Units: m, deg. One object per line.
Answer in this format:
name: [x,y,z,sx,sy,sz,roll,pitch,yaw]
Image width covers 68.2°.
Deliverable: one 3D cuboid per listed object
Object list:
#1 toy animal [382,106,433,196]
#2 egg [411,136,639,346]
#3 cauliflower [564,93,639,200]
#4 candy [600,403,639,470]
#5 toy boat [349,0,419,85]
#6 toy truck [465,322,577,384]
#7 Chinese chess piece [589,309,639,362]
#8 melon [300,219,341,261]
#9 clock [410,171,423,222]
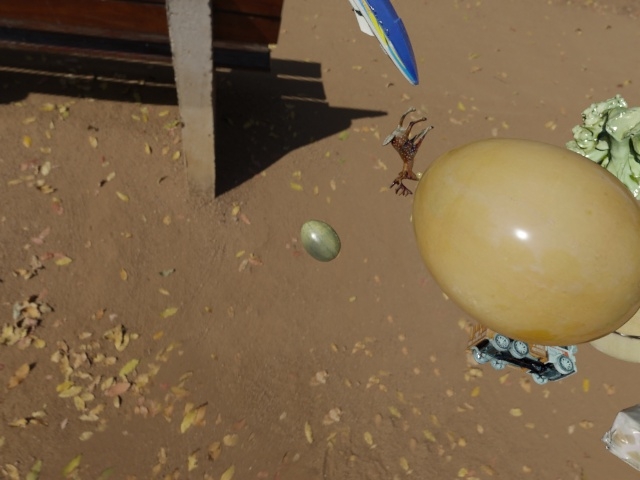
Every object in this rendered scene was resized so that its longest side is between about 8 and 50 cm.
toy animal: [0.296,-0.308,1.664,0.259,0.244,0.087,-54,38,0]
egg: [0.320,-0.002,0.746,0.374,0.301,0.301,32,55,1]
cauliflower: [0.753,-0.246,1.235,0.281,0.261,0.326,27,59,-37]
candy: [0.911,0.546,1.300,0.196,0.137,0.185,-2,19,-29]
toy boat: [0.163,-0.509,1.164,0.295,0.088,0.129,54,31,-17]
toy truck: [0.631,0.310,1.449,0.339,0.133,0.184,20,55,-4]
Chinese chess piece: [0.678,0.141,1.023,0.250,0.103,0.249,-14,43,13]
melon: [0.000,0.000,1.308,0.130,0.098,0.098,54,54,-19]
clock: [0.340,-0.054,1.150,0.235,0.307,0.096,-5,39,33]
